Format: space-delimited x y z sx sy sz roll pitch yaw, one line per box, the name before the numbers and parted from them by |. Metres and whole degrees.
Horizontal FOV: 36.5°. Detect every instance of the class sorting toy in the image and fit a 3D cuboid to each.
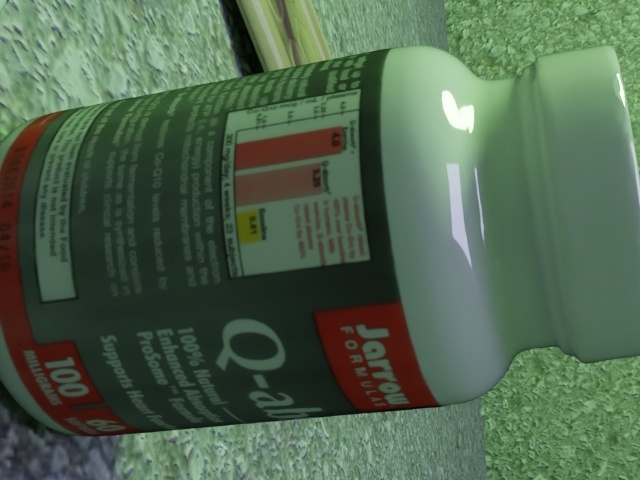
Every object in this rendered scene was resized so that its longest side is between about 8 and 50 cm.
sorting toy | -0.064 -0.290 1.097 0.229 0.041 0.307 -72 144 -62

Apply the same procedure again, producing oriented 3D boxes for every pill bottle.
pill bottle | 0.000 0.000 0.579 0.210 0.363 0.210 -8 90 -73

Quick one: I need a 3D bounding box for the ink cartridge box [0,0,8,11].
ink cartridge box | -0.206 -0.177 0.449 0.208 0.087 0.153 -80 156 -49
